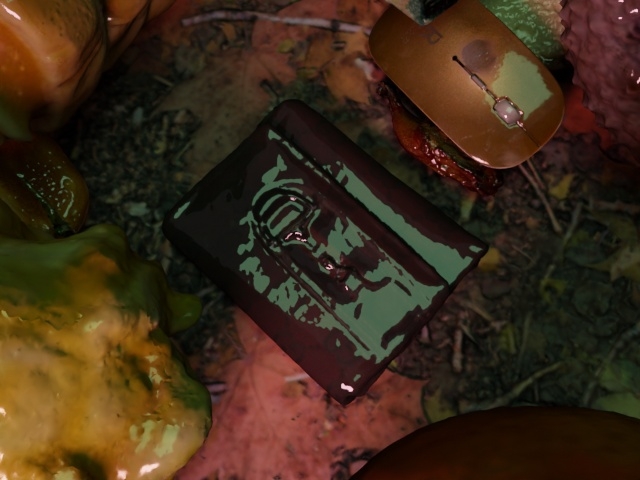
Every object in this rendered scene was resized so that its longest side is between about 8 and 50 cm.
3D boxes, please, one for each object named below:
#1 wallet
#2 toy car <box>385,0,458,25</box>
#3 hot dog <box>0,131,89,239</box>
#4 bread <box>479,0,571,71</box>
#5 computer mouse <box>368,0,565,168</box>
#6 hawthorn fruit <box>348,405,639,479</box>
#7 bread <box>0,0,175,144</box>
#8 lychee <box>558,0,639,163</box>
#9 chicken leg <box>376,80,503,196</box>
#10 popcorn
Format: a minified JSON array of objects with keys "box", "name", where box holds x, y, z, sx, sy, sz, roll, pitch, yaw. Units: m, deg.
[{"box":[0.000,0.000,0.772,0.229,0.049,0.182,41,78,11],"name":"wallet"},{"box":[0.038,-0.335,0.831,0.141,0.097,0.321,-39,66,-12],"name":"toy car"},{"box":[-0.292,-0.085,0.773,0.100,0.068,0.249,-33,78,-33],"name":"hot dog"},{"box":[0.182,-0.214,0.849,0.126,0.044,0.129,1,78,7],"name":"bread"},{"box":[0.124,-0.150,0.799,0.102,0.045,0.199,-42,66,9],"name":"computer mouse"},{"box":[0.178,0.325,0.485,0.472,0.472,0.472,1,73,-2],"name":"hawthorn fruit"},{"box":[-0.257,-0.269,0.730,0.300,0.210,0.341,37,54,-1],"name":"bread"},{"box":[0.340,-0.186,0.716,0.300,0.300,0.300,1,73,-2],"name":"lychee"},{"box":[0.102,-0.090,0.811,0.145,0.037,0.062,34,52,7],"name":"chicken leg"},{"box":[-0.226,0.122,0.576,0.290,0.325,0.321,20,89,-6],"name":"popcorn"}]
